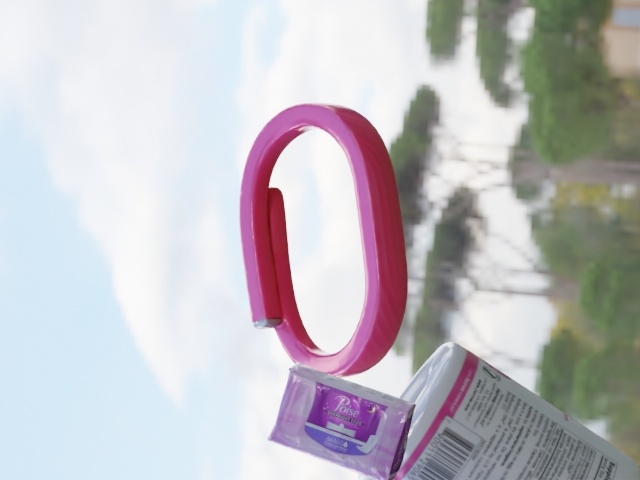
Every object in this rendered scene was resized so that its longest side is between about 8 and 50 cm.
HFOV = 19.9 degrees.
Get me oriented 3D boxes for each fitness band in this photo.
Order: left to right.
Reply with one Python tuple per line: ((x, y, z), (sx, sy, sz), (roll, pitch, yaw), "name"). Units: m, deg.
((0.000, 0.000, 1.907), (0.054, 0.209, 0.291), (-1, -101, -41), "fitness band")

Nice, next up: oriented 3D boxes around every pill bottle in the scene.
((0.191, 0.232, 1.660), (0.160, 0.283, 0.160), (-56, 3, 4), "pill bottle")

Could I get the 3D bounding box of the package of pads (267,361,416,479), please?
((0.013, 0.110, 1.108), (0.032, 0.083, 0.050), (-10, -63, -73), "package of pads")
